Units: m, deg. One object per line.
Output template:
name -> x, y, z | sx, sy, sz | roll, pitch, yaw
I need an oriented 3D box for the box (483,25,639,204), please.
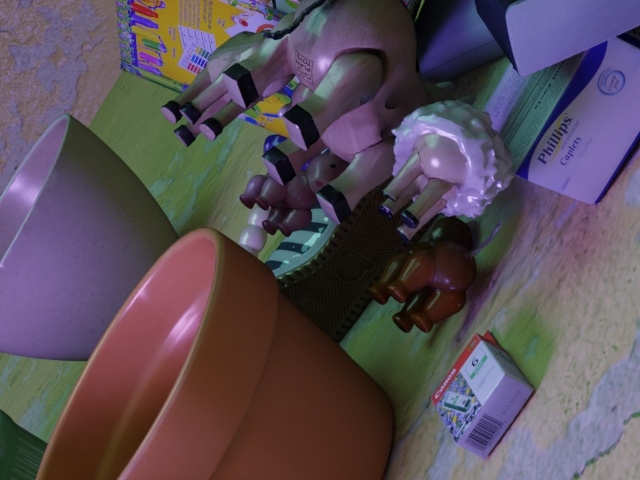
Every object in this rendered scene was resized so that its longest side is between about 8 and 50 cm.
box -> 0.193, -0.114, 1.136 | 0.126, 0.072, 0.137 | -61, 16, 22

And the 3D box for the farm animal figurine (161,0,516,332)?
farm animal figurine -> 0.027, -0.105, 1.205 | 0.172, 0.330, 0.326 | -44, -18, -14

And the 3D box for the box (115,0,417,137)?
box -> -0.046, -0.248, 1.529 | 0.290, 0.279, 0.177 | 107, -174, -71

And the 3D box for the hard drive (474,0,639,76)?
hard drive -> 0.231, -0.212, 1.061 | 0.255, 0.054, 0.172 | -26, 25, 6

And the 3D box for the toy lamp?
toy lamp -> -0.084, 0.014, 1.681 | 0.080, 0.080, 0.274 | -23, 40, 61

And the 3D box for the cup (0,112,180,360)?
cup -> -0.320, 0.030, 2.021 | 0.331, 0.237, 0.331 | -50, 21, 28

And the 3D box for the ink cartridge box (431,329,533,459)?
ink cartridge box -> 0.112, 0.105, 1.103 | 0.063, 0.029, 0.115 | -57, 19, 11

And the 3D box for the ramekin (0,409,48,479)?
ramekin -> -0.413, 0.373, 1.880 | 0.303, 0.148, 0.303 | -50, 21, 27

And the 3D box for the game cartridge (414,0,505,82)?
game cartridge -> 0.191, -0.304, 1.489 | 0.297, 0.062, 0.198 | -66, 15, -18

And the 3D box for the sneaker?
sneaker -> 0.000, 0.000, 1.441 | 0.282, 0.099, 0.153 | -46, 26, 17

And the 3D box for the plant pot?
plant pot -> -0.078, 0.162, 1.233 | 0.291, 0.203, 0.291 | -51, 19, 25
